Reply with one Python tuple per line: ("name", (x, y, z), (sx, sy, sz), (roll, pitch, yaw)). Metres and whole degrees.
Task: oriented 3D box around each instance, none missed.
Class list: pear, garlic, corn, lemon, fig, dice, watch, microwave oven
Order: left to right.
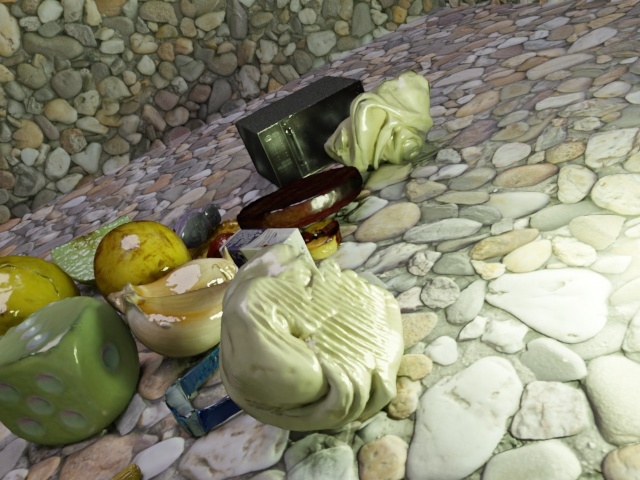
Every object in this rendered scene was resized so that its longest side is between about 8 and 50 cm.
("lemon", (-0.825, 0.214, 1.620), (0.350, 0.349, 0.387), (-36, -3, -22))
("dice", (-0.587, 0.292, 1.370), (0.250, 0.254, 0.252), (-15, 27, 12))
("pear", (-0.737, 0.073, 2.032), (0.288, 0.139, 0.239), (-28, 42, -17))
("corn", (-0.384, 0.464, 1.131), (0.092, 0.037, 0.037), (-31, 28, -17))
("pear", (-0.481, 0.084, 1.642), (0.281, 0.280, 0.280), (-19, 27, 10))
("garlic", (-0.322, 0.156, 1.433), (0.313, 0.249, 0.286), (-11, -12, -32))
("watch", (-0.208, 0.278, 1.293), (0.275, 0.068, 0.276), (-30, 27, -11))
("fig", (-0.271, 0.040, 1.701), (0.129, 0.128, 0.150), (-8, 11, 29))
("microwave oven", (-0.056, -0.422, 2.261), (0.432, 0.236, 0.374), (-30, 26, -13))

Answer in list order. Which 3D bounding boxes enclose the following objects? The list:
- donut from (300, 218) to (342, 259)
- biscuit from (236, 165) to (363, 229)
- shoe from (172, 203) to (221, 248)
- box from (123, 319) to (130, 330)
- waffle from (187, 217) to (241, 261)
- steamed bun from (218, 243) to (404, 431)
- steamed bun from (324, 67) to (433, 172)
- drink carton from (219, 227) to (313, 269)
("donut", (0.000, 0.000, 1.641), (0.141, 0.059, 0.140), (-19, 28, 10))
("biscuit", (-0.058, -0.116, 1.818), (0.408, 0.091, 0.407), (-22, 14, 6))
("shoe", (-0.421, -0.037, 1.893), (0.138, 0.095, 0.245), (-19, 19, 23))
("box", (-0.575, 0.249, 1.688), (0.083, 0.024, 0.053), (1, 36, 37))
("waffle", (-0.337, 0.005, 1.899), (0.262, 0.060, 0.280), (-31, 24, -9))
("steamed bun", (-0.035, 0.186, 1.089), (0.247, 0.339, 0.352), (-49, 20, 39))
("steamed bun", (0.220, -0.349, 1.904), (0.394, 0.237, 0.347), (-42, -8, 13))
("drink carton", (-0.141, 0.048, 1.584), (0.223, 0.134, 0.102), (0, 34, 38))
